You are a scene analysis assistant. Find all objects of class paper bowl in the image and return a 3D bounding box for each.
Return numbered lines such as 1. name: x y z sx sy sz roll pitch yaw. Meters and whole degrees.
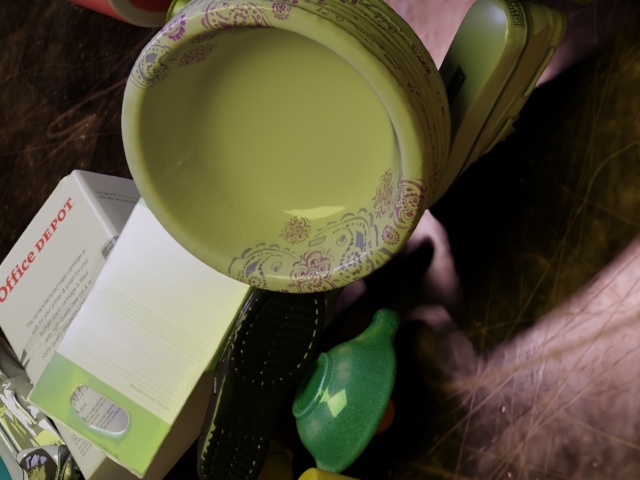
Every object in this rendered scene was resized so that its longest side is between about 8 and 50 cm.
1. paper bowl: -0.023 -0.107 1.661 0.284 0.284 0.148 -37 12 34

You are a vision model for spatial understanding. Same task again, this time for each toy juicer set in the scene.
1. toy juicer set: 0.009 0.165 1.754 0.209 0.089 0.329 -42 28 49

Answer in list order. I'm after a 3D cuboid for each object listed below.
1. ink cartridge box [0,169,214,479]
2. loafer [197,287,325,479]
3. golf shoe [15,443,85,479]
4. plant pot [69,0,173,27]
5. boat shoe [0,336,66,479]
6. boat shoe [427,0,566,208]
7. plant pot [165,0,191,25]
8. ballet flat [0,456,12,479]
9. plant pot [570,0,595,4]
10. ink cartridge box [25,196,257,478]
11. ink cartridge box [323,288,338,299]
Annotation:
1. ink cartridge box: -0.215 0.090 1.962 0.198 0.114 0.273 -50 55 24
2. loafer: -0.067 0.125 1.739 0.220 0.080 0.078 -66 16 -1
3. golf shoe: -0.292 0.311 1.958 0.093 0.077 0.198 7 85 12
4. plant pot: -0.231 -0.373 2.075 0.243 0.275 0.275 38 106 37
5. boat shoe: -0.315 0.205 2.088 0.094 0.109 0.302 -44 58 12
6. boat shoe: 0.142 -0.115 1.690 0.258 0.084 0.095 -55 45 45
7. plant pot: -0.112 -0.230 2.021 0.079 0.083 0.083 36 105 34
8. ballet flat: -0.418 0.277 2.181 0.316 0.107 0.106 32 122 53
9. plant pot: 0.113 -0.367 1.586 0.353 0.366 0.367 22 94 16
10. ink cartridge box: -0.160 0.094 1.804 0.171 0.056 0.235 28 90 32
11. ink cartridge box: 0.000 0.000 1.788 0.063 0.029 0.115 -43 38 38
